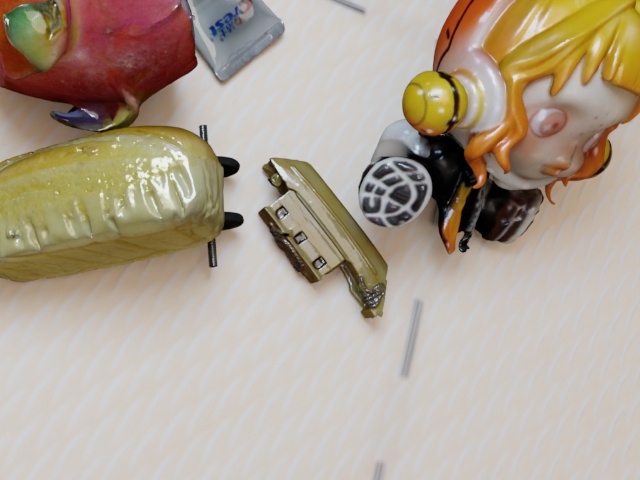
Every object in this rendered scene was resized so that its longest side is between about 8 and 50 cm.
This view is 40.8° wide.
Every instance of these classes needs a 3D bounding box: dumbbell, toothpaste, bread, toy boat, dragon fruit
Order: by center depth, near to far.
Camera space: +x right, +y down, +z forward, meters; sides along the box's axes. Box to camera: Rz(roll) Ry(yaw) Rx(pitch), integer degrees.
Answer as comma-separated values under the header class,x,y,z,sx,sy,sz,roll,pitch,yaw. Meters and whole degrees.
class,x,y,z,sx,sy,sz,roll,pitch,yaw
dragon fruit,-0.243,-0.230,0.757,0.189,0.290,0.291,-33,90,-13
bread,-0.204,-0.035,0.780,0.236,0.140,0.106,-13,80,6
dumbbell,-0.113,-0.046,0.866,0.069,0.069,0.147,-3,81,-17
toy boat,0.000,0.000,0.898,0.077,0.057,0.200,-38,92,-14
toothpaste,-0.174,-0.321,0.908,0.100,0.066,0.323,-43,99,-19

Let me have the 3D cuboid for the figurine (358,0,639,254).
class,x,y,z,sx,sy,sz,roll,pitch,yaw
figurine,0.191,-0.144,0.845,0.320,0.323,0.196,8,42,-46
